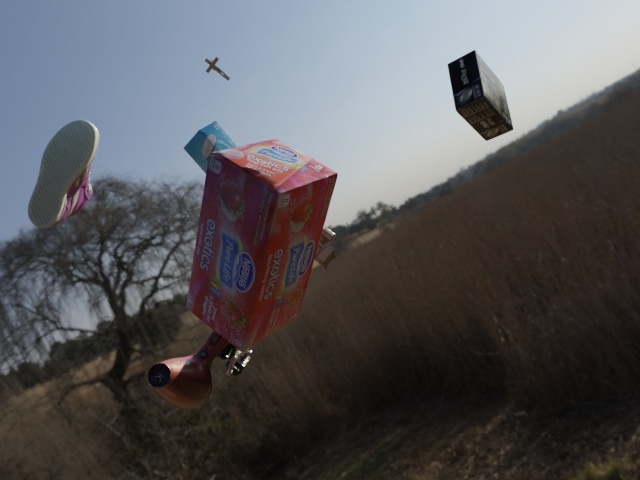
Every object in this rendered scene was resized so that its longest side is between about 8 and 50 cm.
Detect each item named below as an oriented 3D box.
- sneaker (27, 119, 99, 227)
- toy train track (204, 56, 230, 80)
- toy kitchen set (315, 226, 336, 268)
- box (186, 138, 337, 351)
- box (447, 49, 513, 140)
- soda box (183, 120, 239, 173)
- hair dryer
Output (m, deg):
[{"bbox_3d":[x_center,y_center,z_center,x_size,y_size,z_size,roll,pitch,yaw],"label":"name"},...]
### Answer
[{"bbox_3d":[-0.604,-0.170,1.378,0.282,0.102,0.161,-55,-1,14],"label":"sneaker"},{"bbox_3d":[-0.276,-0.459,1.511,0.048,0.083,0.014,-49,-3,9],"label":"toy train track"},{"bbox_3d":[0.000,0.000,1.124,0.068,0.083,0.075,-49,-14,-8],"label":"toy kitchen set"},{"bbox_3d":[-0.085,0.005,0.776,0.128,0.122,0.257,-26,-41,-49],"label":"box"},{"bbox_3d":[0.404,-0.361,1.417,0.077,0.147,0.180,-21,-29,34],"label":"box"},{"bbox_3d":[-0.195,-0.153,1.230,0.071,0.210,0.067,-36,9,38],"label":"soda box"},{"bbox_3d":[-0.190,0.175,0.931,0.293,0.080,0.224,-36,-33,-62],"label":"hair dryer"}]
